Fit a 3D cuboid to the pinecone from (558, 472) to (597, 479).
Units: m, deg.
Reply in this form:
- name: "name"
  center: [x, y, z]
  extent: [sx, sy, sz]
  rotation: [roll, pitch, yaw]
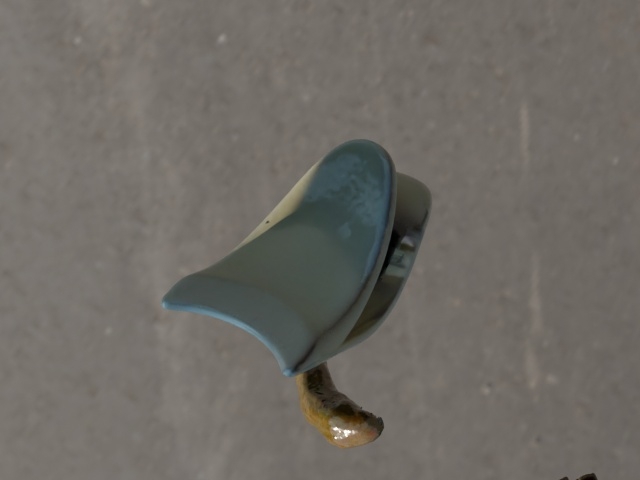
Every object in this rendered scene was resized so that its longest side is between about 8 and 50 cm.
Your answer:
- name: "pinecone"
  center: [0.296, 0.337, 2.152]
  extent: [0.173, 0.173, 0.173]
  rotation: [14, 132, 16]

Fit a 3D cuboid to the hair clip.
- name: "hair clip"
  center: [0.001, 0.015, 1.927]
  extent: [0.172, 0.282, 0.113]
  rotation: [26, 158, 30]

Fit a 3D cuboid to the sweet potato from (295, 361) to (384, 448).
- name: "sweet potato"
  center: [0.006, 0.161, 1.982]
  extent: [0.182, 0.053, 0.054]
  rotation: [-131, 27, -52]
